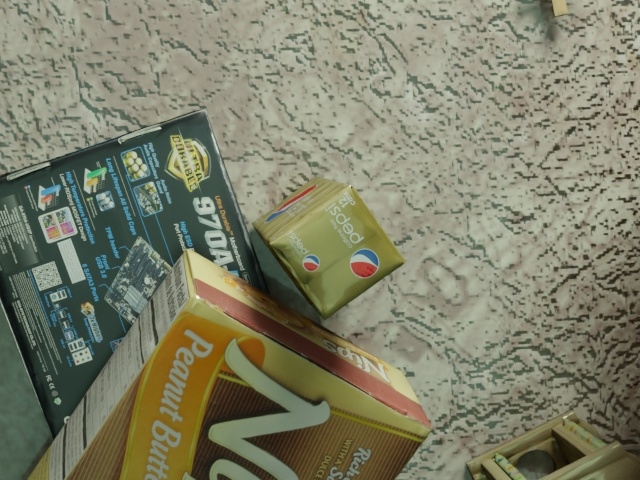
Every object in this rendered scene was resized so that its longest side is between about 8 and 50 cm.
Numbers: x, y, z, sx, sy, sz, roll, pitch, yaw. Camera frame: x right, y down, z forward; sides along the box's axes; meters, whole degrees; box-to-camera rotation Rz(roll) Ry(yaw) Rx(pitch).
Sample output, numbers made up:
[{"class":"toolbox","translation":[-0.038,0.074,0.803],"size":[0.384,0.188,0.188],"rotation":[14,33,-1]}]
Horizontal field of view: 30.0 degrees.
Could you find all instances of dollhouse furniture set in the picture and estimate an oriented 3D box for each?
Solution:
[{"class":"dollhouse furniture set","translation":[0.195,0.221,0.814],"size":[0.101,0.182,0.161],"rotation":[-26,97,-3]}]

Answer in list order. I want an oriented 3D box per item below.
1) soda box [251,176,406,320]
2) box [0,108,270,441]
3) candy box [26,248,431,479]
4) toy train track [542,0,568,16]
[{"class":"soda box","translation":[0.000,0.000,0.776],"size":[0.061,0.181,0.058],"rotation":[-36,97,-2]},{"class":"box","translation":[-0.127,0.038,0.832],"size":[0.175,0.051,0.220],"rotation":[-20,97,-4]},{"class":"candy box","translation":[-0.096,0.186,0.788],"size":[0.183,0.087,0.316],"rotation":[31,101,-21]},{"class":"toy train track","translation":[0.165,-0.202,0.862],"size":[0.048,0.014,0.083],"rotation":[-11,90,2]}]
